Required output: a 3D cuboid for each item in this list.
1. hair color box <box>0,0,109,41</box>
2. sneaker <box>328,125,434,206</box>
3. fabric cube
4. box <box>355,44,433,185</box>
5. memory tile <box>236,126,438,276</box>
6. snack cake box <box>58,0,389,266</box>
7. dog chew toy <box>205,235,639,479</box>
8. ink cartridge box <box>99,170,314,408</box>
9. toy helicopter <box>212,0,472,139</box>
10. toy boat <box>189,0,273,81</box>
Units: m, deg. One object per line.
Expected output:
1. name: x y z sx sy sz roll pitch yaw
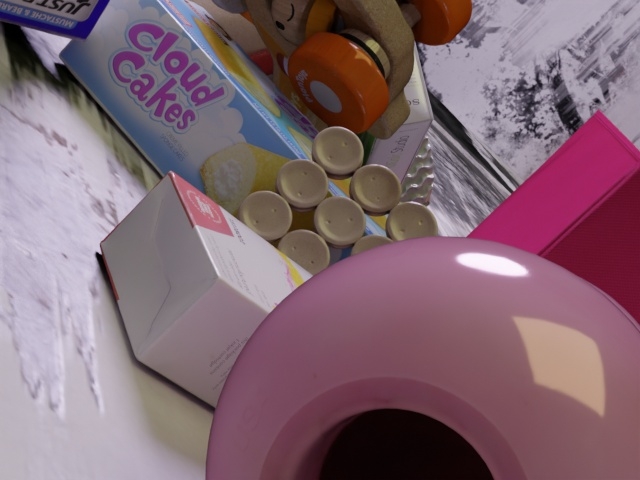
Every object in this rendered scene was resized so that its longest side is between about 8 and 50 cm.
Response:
1. hair color box: -0.151 -0.328 0.977 0.110 0.339 0.185 12 37 -42
2. sneaker: 0.034 -0.136 1.626 0.293 0.102 0.146 59 -8 14
3. fabric cube: 0.313 0.053 1.563 0.259 0.258 0.254 43 12 -11
4. box: 0.035 -0.219 1.451 0.232 0.058 0.322 111 -30 -72
5. memory tile: 0.000 0.000 0.972 0.113 0.148 0.012 45 -23 9
6. snack cake box: -0.059 -0.069 1.091 0.264 0.089 0.152 48 12 10
7. dog chew toy: 0.081 0.096 0.688 0.206 0.206 0.332 48 16 11
8. ink cartridge box: -0.025 0.059 0.826 0.198 0.067 0.115 38 14 -36
9. toy helicopter: -0.025 -0.160 1.246 0.235 0.140 0.355 39 -21 9
10. toy boat: -0.072 -0.213 1.492 0.231 0.151 0.151 -110 -177 -63
